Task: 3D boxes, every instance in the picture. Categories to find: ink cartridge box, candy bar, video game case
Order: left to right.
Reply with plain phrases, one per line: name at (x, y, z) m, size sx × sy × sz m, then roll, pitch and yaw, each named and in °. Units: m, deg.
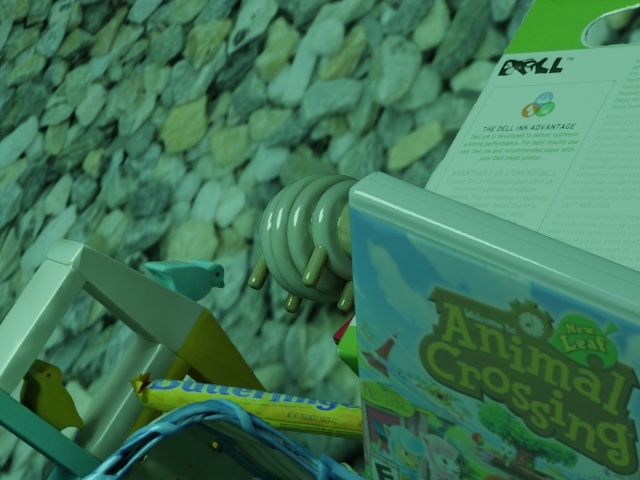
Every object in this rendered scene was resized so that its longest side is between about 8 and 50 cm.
candy bar at (-0.028, 0.095, 0.765) m, size 0.040 × 0.161 × 0.018 m, roll -151°, pitch 71°, yaw -83°
video game case at (0.103, 0.086, 0.571) m, size 0.212 × 0.193 × 0.023 m, roll 24°, pitch 45°, yaw 33°
ink cartridge box at (0.153, -0.013, 0.683) m, size 0.188 × 0.097 × 0.255 m, roll 3°, pitch 53°, yaw 45°

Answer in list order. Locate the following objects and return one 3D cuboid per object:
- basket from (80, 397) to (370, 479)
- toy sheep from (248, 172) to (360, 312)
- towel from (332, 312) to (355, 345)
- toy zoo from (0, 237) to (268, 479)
basket at (-0.054, 0.197, 0.613) m, size 0.255 × 0.201 × 0.289 m, roll -49°, pitch 6°, yaw -3°
toy sheep at (0.000, 0.000, 0.869) m, size 0.132 × 0.091 × 0.091 m, roll -1°, pitch 55°, yaw 50°
towel at (0.138, 0.042, 0.746) m, size 0.199 × 0.031 × 0.275 m, roll -48°, pitch 37°, yaw -5°
toy zoo at (-0.134, 0.135, 0.778) m, size 0.030 × 0.192 × 0.293 m, roll 12°, pitch 63°, yaw 47°
